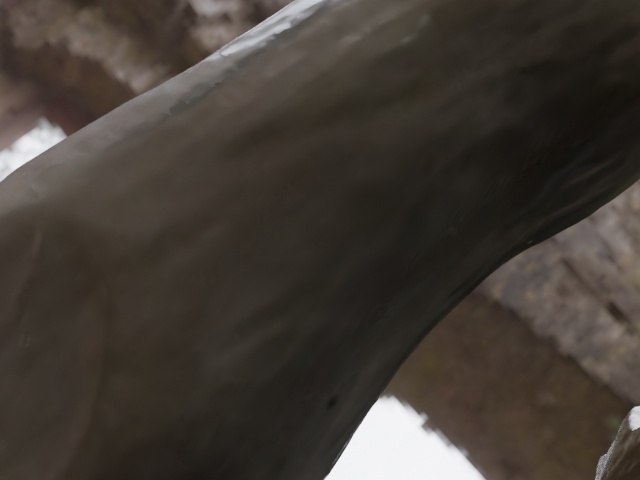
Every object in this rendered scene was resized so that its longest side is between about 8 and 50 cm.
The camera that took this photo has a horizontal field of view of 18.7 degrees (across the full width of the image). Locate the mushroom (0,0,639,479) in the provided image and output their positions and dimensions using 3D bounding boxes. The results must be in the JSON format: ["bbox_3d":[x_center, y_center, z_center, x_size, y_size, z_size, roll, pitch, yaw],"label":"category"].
[{"bbox_3d":[0.000,-0.002,0.478,0.097,0.351,0.109,35,-22,47],"label":"mushroom"}]

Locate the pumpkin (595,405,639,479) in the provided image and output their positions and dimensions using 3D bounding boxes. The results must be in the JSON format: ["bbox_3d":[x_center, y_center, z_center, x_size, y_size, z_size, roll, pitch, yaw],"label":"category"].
[{"bbox_3d":[0.188,0.173,0.906,0.254,0.149,0.130,48,-41,31],"label":"pumpkin"}]
